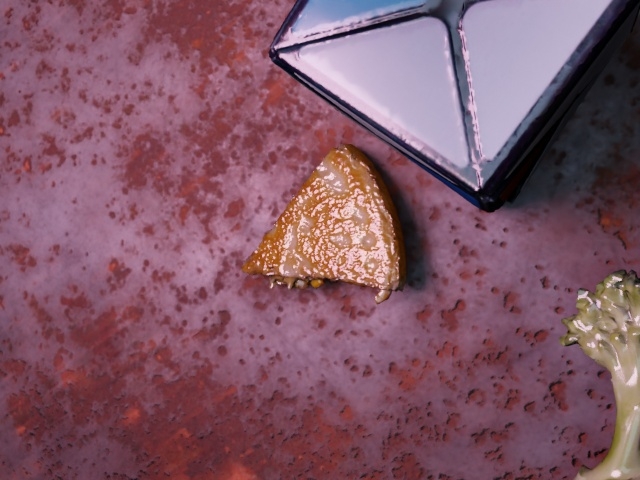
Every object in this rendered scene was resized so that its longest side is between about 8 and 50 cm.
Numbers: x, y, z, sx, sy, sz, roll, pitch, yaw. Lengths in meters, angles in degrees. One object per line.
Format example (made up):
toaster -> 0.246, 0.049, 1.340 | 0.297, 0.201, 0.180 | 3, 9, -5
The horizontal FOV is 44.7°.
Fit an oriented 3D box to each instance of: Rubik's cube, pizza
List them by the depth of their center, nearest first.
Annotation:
Rubik's cube -> 0.137, -0.191, 0.750 | 0.246, 0.250, 0.248 | 35, 98, 13
pizza -> 0.000, 0.000, 0.893 | 0.199, 0.062, 0.188 | -22, 73, 22

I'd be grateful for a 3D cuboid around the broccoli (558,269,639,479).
broccoli -> 0.344, 0.276, 0.716 | 0.397, 0.275, 0.353 | -58, 33, 4
